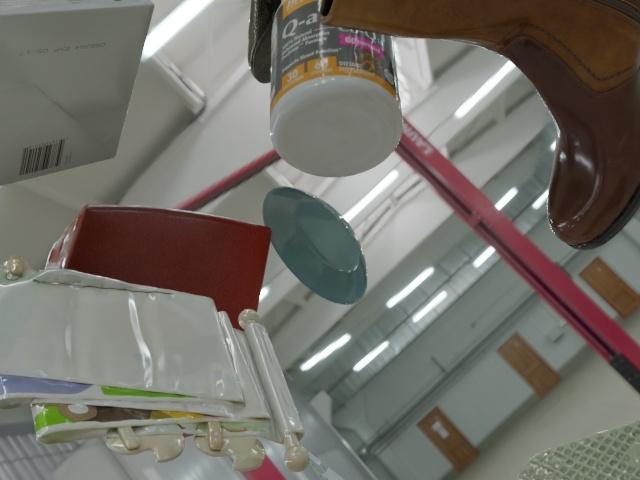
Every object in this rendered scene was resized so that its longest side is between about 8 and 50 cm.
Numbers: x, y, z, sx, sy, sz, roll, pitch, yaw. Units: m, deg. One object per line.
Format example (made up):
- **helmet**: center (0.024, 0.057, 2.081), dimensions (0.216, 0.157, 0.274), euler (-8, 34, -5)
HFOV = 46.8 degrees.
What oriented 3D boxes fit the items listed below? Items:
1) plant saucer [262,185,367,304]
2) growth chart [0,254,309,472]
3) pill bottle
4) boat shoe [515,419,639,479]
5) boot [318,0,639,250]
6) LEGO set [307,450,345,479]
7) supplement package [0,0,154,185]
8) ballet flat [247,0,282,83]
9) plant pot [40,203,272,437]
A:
- **plant saucer**: center (0.000, 0.000, 1.019), dimensions (0.037, 0.195, 0.195), euler (-40, -16, -30)
- **growth chart**: center (-0.125, 0.074, 0.473), dimensions (0.237, 0.172, 0.021), euler (15, -61, -20)
- **pill bottle**: center (0.015, -0.231, 0.945), dimensions (0.162, 0.279, 0.162), euler (-2, -35, -1)
- **boat shoe**: center (0.497, 0.303, 0.913), dimensions (0.500, 0.156, 0.187), euler (-24, 23, 24)
- **boot**: center (0.135, -0.136, 0.538), dimensions (0.280, 0.096, 0.264), euler (8, -74, -24)
- **LEGO set**: center (0.063, 0.351, 0.790), dimensions (0.060, 0.244, 0.182), euler (-38, 19, -19)
- **supplement package**: center (-0.346, -0.217, 0.753), dimensions (0.199, 0.262, 0.198), euler (-24, -30, -47)
- **ballet flat**: center (-0.074, -0.343, 1.081), dimensions (0.084, 0.058, 0.250), euler (-26, -34, -27)
- **plant pot**: center (-0.248, 0.099, 0.978), dimensions (0.235, 0.268, 0.267), euler (22, -30, -25)
